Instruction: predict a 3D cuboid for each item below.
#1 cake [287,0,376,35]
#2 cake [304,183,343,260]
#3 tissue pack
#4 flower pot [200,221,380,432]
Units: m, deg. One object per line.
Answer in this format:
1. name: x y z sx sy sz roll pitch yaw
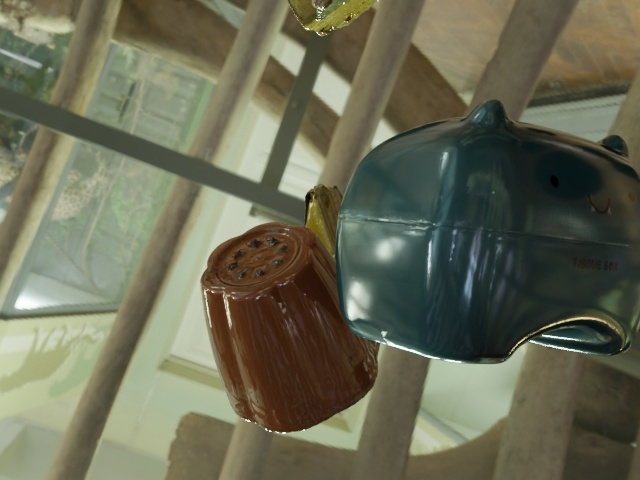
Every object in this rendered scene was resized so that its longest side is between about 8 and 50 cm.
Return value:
1. cake: 0.017 -0.542 1.291 0.227 0.222 0.286 55 -148 -3
2. cake: 0.003 -0.001 1.230 0.079 0.185 0.116 -25 -178 -43
3. tissue pack: 0.163 -0.005 0.620 0.287 0.206 0.198 6 180 -35
4. flower pot: -0.042 0.084 0.753 0.190 0.190 0.173 19 140 43
